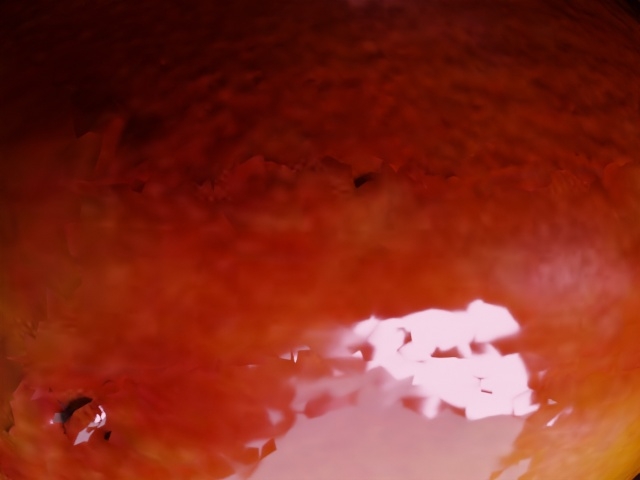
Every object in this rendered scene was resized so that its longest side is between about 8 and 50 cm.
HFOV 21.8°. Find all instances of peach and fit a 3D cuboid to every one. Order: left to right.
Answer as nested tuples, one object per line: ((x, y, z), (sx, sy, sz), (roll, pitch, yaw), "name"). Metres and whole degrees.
((-0.001, -0.002, 0.692), (0.372, 0.290, 0.372), (-7, 172, -1), "peach")
